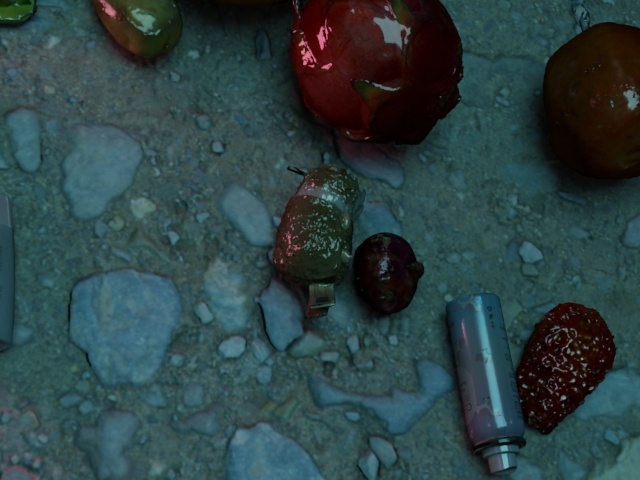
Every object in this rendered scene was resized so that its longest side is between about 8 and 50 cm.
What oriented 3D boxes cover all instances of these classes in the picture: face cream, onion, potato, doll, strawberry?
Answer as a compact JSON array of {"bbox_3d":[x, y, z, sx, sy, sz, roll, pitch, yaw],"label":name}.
[{"bbox_3d":[-0.414,0.037,1.511,0.084,0.057,0.198,-1,65,-16],"label":"face cream"},{"bbox_3d":[0.090,0.042,1.615,0.107,0.097,0.107,9,79,-55],"label":"onion"},{"bbox_3d":[-0.255,-0.324,1.698,0.107,0.080,0.170,-31,73,-24],"label":"potato"},{"bbox_3d":[-0.003,0.005,1.604,0.114,0.105,0.221,12,65,-11],"label":"doll"},{"bbox_3d":[0.216,0.185,1.599,0.075,0.075,0.229,-2,67,-15],"label":"face cream"},{"bbox_3d":[0.329,0.165,1.636,0.121,0.082,0.188,32,60,-3],"label":"strawberry"}]

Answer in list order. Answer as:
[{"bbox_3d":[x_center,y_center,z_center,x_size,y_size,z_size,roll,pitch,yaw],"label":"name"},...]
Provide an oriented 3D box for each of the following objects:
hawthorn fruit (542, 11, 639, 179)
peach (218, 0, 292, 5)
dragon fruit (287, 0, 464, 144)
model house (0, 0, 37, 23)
[{"bbox_3d":[0.409,-0.219,1.767,0.211,0.211,0.299,-4,54,-16],"label":"hawthorn fruit"},{"bbox_3d":[-0.078,-0.497,1.664,0.370,0.370,0.370,6,65,-12],"label":"peach"},{"bbox_3d":[0.078,-0.248,1.675,0.241,0.241,0.252,-21,105,-22],"label":"dragon fruit"},{"bbox_3d":[-0.525,-0.491,1.565,0.340,0.324,0.300,1,66,-14],"label":"model house"}]
